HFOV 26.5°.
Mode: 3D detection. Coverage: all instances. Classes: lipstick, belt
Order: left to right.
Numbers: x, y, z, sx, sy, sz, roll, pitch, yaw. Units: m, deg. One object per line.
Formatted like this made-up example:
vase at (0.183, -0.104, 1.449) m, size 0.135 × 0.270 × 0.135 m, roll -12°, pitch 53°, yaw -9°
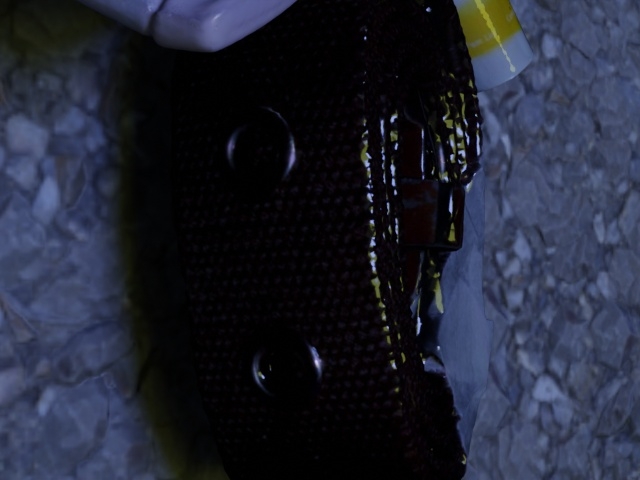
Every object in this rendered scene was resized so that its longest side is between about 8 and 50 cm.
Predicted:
belt at (0.000, 0.000, 0.750) m, size 0.184 × 0.164 × 0.289 m, roll -1°, pitch 87°, yaw -65°
lipstick at (0.054, -0.217, 0.860) m, size 0.059 × 0.059 × 0.264 m, roll -45°, pitch 115°, yaw -31°

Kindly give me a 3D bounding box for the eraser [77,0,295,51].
eraser at (-0.064, -0.168, 0.712) m, size 0.243 × 0.204 × 0.059 m, roll -32°, pitch 143°, yaw -49°
